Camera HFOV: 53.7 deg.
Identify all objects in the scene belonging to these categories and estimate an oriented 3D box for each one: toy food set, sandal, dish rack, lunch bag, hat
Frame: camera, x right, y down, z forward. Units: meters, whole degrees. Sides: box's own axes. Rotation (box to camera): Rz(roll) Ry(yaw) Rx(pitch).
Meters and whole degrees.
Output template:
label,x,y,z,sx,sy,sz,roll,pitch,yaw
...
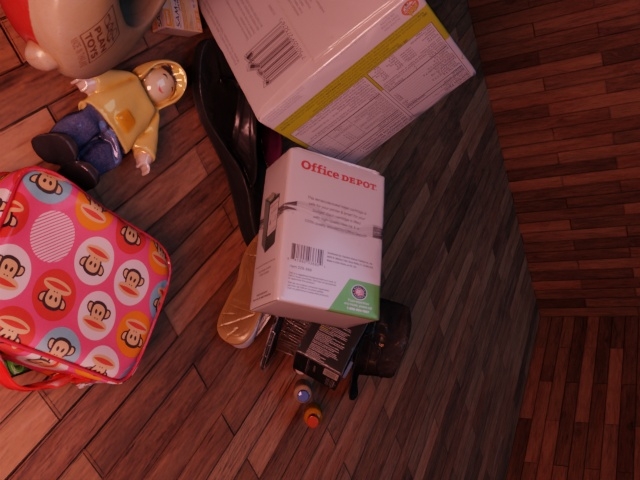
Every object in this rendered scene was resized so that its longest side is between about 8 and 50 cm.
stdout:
label,x,y,z,sx,sy,sz,roll,pitch,yaw
toy food set,0.003,0.277,1.360,0.232,0.111,0.104,-61,180,-2
sandal,-0.126,-0.185,1.257,0.167,0.107,0.446,-46,125,-51
dish rack,-0.037,0.145,1.307,0.271,0.074,0.208,-55,166,-47
lunch bag,-0.344,0.073,0.832,0.293,0.120,0.258,46,49,-48
hat,0.153,0.233,1.553,0.331,0.134,0.331,6,90,-80

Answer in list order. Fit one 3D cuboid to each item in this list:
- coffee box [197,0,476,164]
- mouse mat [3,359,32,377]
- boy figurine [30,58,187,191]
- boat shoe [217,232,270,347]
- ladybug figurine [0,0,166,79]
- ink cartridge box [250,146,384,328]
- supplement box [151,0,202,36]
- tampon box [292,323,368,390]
label,x,y,z,sx,sy,sz,roll,pitch,yaw
coffee box,0.034,-0.397,1.219,0.334,0.338,0.338,18,40,-58
mouse mat,-0.425,0.090,0.819,0.152,0.007,0.190,-17,101,-59
boy figurine,-0.304,-0.187,0.979,0.285,0.092,0.177,-56,130,-42
boat shoe,-0.113,0.083,1.247,0.277,0.098,0.096,-61,163,-17
ladybug figurine,-0.282,-0.415,0.824,0.305,0.162,0.449,112,-1,-68
ink cartridge box,0.000,0.000,1.176,0.211,0.121,0.289,15,68,-25
supplement box,-0.260,-0.404,1.133,0.098,0.036,0.062,-21,104,-58
tampon box,0.028,0.199,1.284,0.161,0.101,0.120,-58,170,-26
